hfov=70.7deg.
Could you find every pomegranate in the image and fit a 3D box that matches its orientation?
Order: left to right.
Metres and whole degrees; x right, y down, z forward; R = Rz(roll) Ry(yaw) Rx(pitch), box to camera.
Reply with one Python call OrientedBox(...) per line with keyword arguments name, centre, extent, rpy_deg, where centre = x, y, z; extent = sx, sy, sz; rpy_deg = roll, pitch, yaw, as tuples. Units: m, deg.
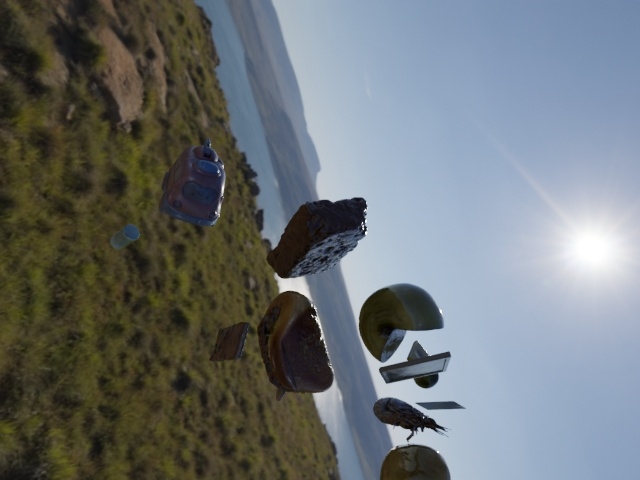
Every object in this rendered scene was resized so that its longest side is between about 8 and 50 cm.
OrientedBox(name="pomegranate", centre=(0.373, 0.993, 1.820), extent=(0.332, 0.332, 0.333), rpy_deg=(-17, 90, -89))
OrientedBox(name="pomegranate", centre=(0.485, 0.616, 2.073), extent=(0.130, 0.130, 0.130), rpy_deg=(-17, 90, -89))

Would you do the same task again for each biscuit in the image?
OrientedBox(name="biscuit", centre=(0.000, 0.000, 1.878), extent=(0.395, 0.342, 0.166), rpy_deg=(-53, -125, 43))

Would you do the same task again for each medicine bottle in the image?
OrientedBox(name="medicine bottle", centre=(-0.538, -0.009, 1.239), extent=(0.047, 0.083, 0.047), rpy_deg=(31, 46, -39))

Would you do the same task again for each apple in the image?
OrientedBox(name="apple", centre=(0.276, 0.273, 1.620), extent=(0.258, 0.295, 0.233), rpy_deg=(-14, 68, -56))

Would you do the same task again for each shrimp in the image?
OrientedBox(name="shrimp", centre=(0.387, 0.771, 1.937), extent=(0.145, 0.343, 0.116), rpy_deg=(-23, 122, -58))

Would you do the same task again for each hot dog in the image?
OrientedBox(name="hot dog", centre=(-0.104, 0.392, 1.615), extent=(0.185, 0.223, 0.405), rpy_deg=(11, -58, 53))

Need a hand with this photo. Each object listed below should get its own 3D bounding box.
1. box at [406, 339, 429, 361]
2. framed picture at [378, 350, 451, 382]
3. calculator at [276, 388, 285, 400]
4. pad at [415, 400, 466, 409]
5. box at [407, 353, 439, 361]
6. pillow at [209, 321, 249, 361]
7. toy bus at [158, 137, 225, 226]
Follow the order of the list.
OrientedBox(name="box", centre=(0.392, 0.467, 1.804), extent=(0.087, 0.023, 0.155), rpy_deg=(49, 25, 5))
OrientedBox(name="framed picture", centre=(0.297, 0.406, 1.421), extent=(0.289, 0.211, 0.020), rpy_deg=(64, 13, -64))
OrientedBox(name="calculator", centre=(-0.168, 0.650, 2.049), extent=(0.103, 0.024, 0.166), rpy_deg=(-54, -166, 39))
OrientedBox(name="pad", centre=(0.439, 0.607, 1.657), extent=(0.112, 0.157, 0.003), rpy_deg=(38, 48, -38))
OrientedBox(name="box", centre=(0.533, 0.610, 2.285), extent=(0.115, 0.177, 0.036), rpy_deg=(59, 18, -79))
OrientedBox(name="pillow", centre=(-0.300, 0.338, 1.490), extent=(0.232, 0.043, 0.126), rpy_deg=(-26, -132, 53))
OrientedBox(name="toy bus", centre=(-0.428, -0.204, 1.568), extent=(0.232, 0.197, 0.294), rpy_deg=(-57, -150, 29))
